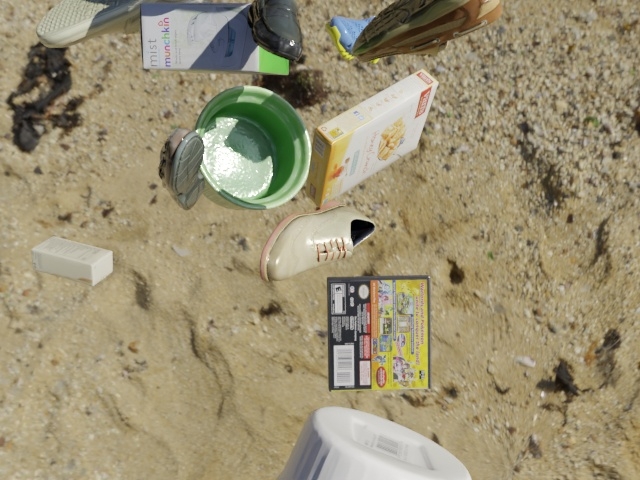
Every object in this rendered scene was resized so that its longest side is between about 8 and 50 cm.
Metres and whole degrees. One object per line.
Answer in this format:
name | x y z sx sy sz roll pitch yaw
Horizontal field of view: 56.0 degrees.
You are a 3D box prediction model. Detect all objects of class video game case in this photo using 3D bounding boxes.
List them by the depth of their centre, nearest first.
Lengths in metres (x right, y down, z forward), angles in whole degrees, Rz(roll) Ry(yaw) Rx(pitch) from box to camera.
video game case | 0.140 0.222 1.446 0.248 0.035 0.275 -1 92 -2

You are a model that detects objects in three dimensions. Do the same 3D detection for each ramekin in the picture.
ramekin | 0.079 0.348 0.858 0.277 0.277 0.135 20 90 23
ramekin | -0.189 -0.218 1.509 0.148 0.303 0.303 -10 58 62

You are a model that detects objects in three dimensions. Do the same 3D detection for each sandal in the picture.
sandal | 0.124 -0.581 1.675 0.138 0.317 0.126 -29 90 31

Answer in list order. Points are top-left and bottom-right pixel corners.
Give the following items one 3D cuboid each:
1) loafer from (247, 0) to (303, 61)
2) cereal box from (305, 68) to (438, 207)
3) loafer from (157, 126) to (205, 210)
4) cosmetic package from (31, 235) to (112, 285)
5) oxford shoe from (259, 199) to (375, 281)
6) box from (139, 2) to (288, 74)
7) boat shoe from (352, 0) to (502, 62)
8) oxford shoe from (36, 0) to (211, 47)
loafer | -0.070 -0.352 0.963 0.078 0.076 0.223 -61 30 27
cereal box | 0.085 -0.172 1.022 0.240 0.173 0.047 -33 67 -23
loafer | -0.272 -0.135 1.120 0.084 0.267 0.096 33 69 3
cosmetic package | -0.410 0.033 0.998 0.115 0.060 0.041 14 116 13
oxford shoe | 0.000 0.000 1.524 0.146 0.141 0.397 17 34 29
box | -0.201 -0.403 1.215 0.231 0.262 0.127 3 104 8
boat shoe | 0.203 -0.413 1.180 0.324 0.120 0.123 -10 45 47
oxford shoe | -0.404 -0.518 1.339 0.449 0.130 0.169 -37 56 -24
